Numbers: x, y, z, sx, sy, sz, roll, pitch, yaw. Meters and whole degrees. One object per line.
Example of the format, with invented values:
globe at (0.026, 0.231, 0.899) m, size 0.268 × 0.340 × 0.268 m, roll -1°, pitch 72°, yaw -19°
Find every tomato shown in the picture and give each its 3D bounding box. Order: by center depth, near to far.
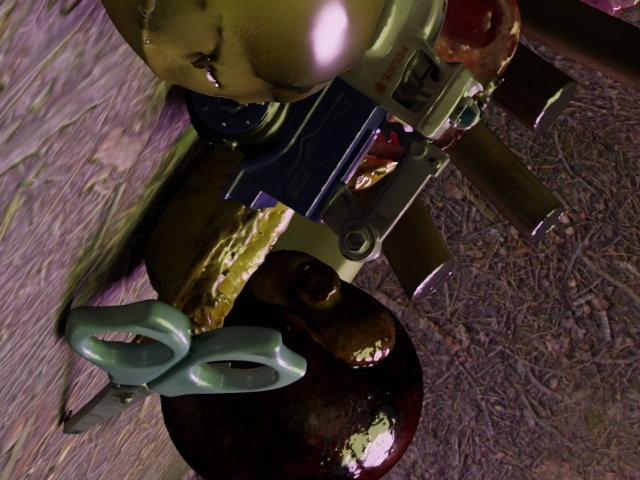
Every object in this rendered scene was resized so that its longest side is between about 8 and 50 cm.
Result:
tomato at (0.061, -0.162, 1.217) m, size 0.189 × 0.173 × 0.099 m, roll -58°, pitch -167°, yaw 10°

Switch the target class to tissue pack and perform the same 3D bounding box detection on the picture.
tissue pack at (0.000, 0.000, 1.901) m, size 0.234 × 0.125 × 0.159 m, roll -55°, pitch 176°, yaw -27°

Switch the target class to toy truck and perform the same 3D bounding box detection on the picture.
toy truck at (0.017, -0.104, 1.027) m, size 0.213 × 0.177 × 0.161 m, roll -56°, pitch 175°, yaw 7°

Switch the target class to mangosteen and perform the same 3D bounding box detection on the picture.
mangosteen at (-0.033, 0.149, 1.668) m, size 0.297 × 0.297 × 0.293 m, roll -41°, pitch 127°, yaw -73°

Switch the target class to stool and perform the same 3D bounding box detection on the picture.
stool at (0.139, -0.133, 1.431) m, size 0.310 × 0.226 × 0.310 m, roll -21°, pitch 149°, yaw -49°

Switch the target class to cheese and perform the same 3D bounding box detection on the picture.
cheese at (-0.008, -0.173, 0.661) m, size 0.316 × 0.128 × 0.259 m, roll -63°, pitch 178°, yaw -75°

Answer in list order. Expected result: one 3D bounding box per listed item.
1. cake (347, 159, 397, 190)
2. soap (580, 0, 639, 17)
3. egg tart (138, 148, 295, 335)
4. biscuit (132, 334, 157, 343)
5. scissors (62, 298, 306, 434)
cake at (0.022, -0.088, 1.326) m, size 0.116 × 0.079 × 0.185 m, roll -27°, pitch -174°, yaw -21°
soap at (0.333, -0.410, 1.859) m, size 0.359 × 0.233 × 0.128 m, roll -51°, pitch 175°, yaw -46°
egg tart at (-0.079, -0.011, 1.217) m, size 0.212 × 0.090 × 0.212 m, roll -56°, pitch 178°, yaw -3°
biscuit at (-0.153, 0.088, 1.536) m, size 0.175 × 0.026 × 0.124 m, roll -51°, pitch 173°, yaw -49°
scissors at (-0.154, 0.116, 1.230) m, size 0.360 × 0.191 × 0.029 m, roll -33°, pitch -133°, yaw 58°
